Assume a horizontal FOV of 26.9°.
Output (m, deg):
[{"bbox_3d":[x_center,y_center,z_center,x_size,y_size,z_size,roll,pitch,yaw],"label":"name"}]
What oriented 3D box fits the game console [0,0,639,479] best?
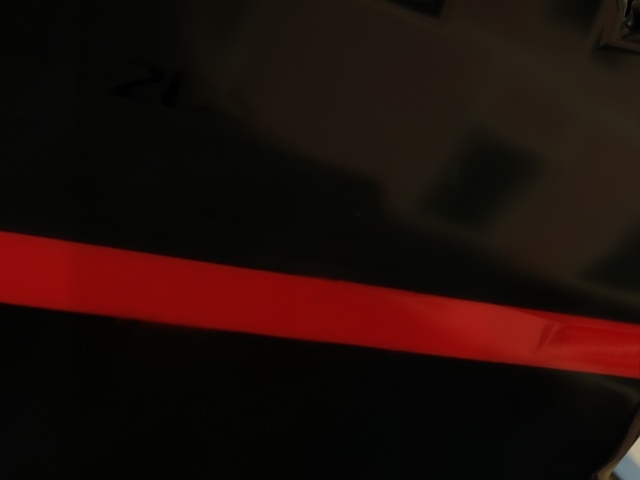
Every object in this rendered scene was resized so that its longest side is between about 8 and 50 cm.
[{"bbox_3d":[0.000,0.000,0.479,0.386,0.342,0.060,10,-143,-30],"label":"game console"}]
